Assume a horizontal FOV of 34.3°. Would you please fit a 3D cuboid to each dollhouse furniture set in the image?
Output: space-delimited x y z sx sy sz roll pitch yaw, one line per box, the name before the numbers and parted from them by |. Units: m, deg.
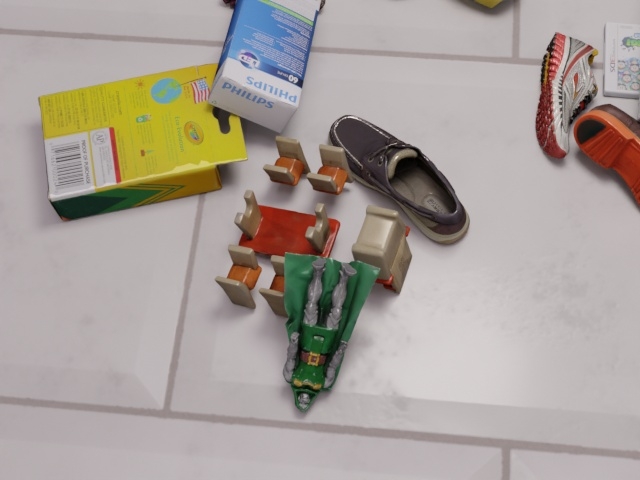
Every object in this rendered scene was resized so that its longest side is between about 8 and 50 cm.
dollhouse furniture set | 0.000 0.000 1.599 0.259 0.135 0.262 12 65 21

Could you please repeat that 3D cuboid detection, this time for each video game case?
video game case | 0.559 -0.301 1.754 0.157 0.019 0.143 6 65 5

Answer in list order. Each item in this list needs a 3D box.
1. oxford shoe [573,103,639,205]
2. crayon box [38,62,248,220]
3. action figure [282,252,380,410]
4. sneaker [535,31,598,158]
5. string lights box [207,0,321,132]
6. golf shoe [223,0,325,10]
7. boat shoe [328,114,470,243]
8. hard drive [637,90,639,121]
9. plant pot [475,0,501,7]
oxford shoe | 0.527 -0.118 1.630 0.271 0.097 0.098 47 48 8
crayon box | -0.285 -0.164 1.694 0.318 0.081 0.202 -11 65 -2
action figure | -0.004 0.140 1.489 0.137 0.063 0.232 11 109 -2
sneaker | 0.408 -0.237 1.694 0.092 0.088 0.225 13 69 0
string lights box | -0.089 -0.317 1.709 0.133 0.077 0.260 22 54 -15
golf shoe | -0.078 -0.449 1.827 0.186 0.067 0.086 10 64 8
boat shoe | 0.124 -0.114 1.644 0.103 0.092 0.285 -39 69 -15
hard drive | 0.646 -0.310 1.702 0.233 0.047 0.353 17 61 -5
plant pot | 0.296 -0.460 1.792 0.134 0.134 0.095 -38 94 -14
